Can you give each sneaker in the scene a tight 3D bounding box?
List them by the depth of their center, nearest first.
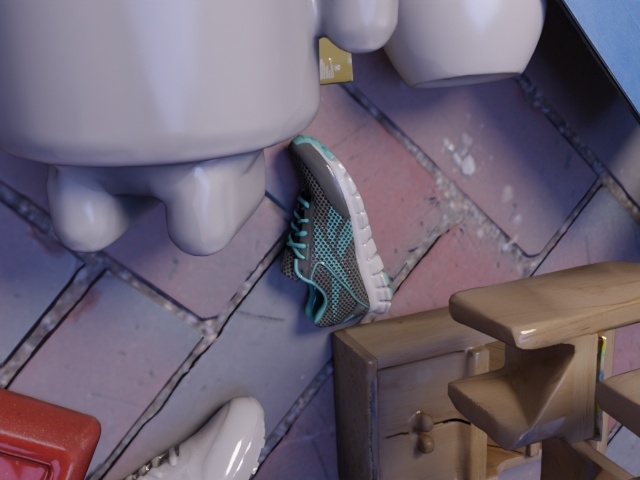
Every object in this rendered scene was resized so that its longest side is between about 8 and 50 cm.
[{"bbox_3d":[-0.129,0.214,0.621,0.095,0.090,0.235,35,80,-1],"label":"sneaker"},{"bbox_3d":[0.000,0.000,0.628,0.076,0.065,0.166,-25,111,-11],"label":"sneaker"}]

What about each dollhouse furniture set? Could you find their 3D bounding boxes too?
[{"bbox_3d":[0.207,0.183,0.579,0.256,0.394,0.362,-10,109,-21],"label":"dollhouse furniture set"}]

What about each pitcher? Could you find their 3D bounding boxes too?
[{"bbox_3d":[0.119,-0.222,0.590,0.178,0.125,0.207,-8,95,-29],"label":"pitcher"}]

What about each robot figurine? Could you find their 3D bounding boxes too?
[{"bbox_3d":[-0.103,-0.171,0.452,0.300,0.200,0.353,1,109,6],"label":"robot figurine"}]

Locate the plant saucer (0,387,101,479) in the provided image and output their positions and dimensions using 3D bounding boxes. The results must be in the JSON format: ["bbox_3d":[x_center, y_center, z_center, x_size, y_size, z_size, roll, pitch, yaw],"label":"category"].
[{"bbox_3d":[-0.296,0.207,0.513,0.258,0.048,0.259,27,74,-29],"label":"plant saucer"}]

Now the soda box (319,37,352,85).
[{"bbox_3d":[-0.020,-0.200,0.561,0.058,0.061,0.181,-10,108,-21],"label":"soda box"}]

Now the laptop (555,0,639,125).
[{"bbox_3d":[0.325,-0.325,0.570,0.408,0.236,0.382,-34,120,21],"label":"laptop"}]
